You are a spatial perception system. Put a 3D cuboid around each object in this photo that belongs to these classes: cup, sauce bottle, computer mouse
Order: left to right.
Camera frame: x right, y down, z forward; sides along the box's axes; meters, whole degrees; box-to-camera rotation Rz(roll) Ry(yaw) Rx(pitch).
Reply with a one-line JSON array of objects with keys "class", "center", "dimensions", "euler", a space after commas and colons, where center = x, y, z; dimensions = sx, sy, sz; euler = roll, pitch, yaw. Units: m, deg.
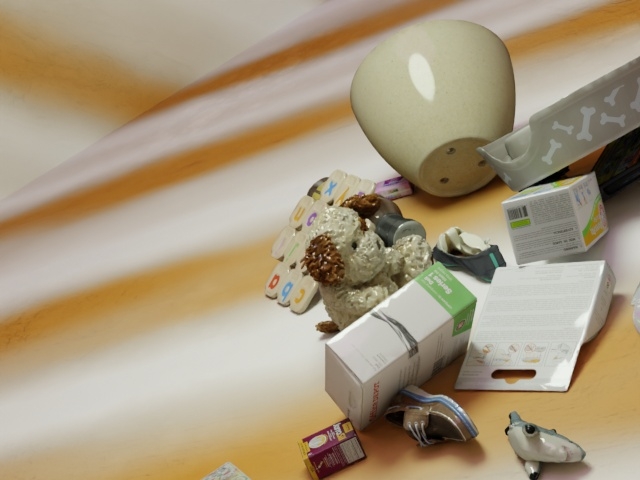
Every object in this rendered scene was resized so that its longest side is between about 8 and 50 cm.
[{"class": "sauce bottle", "center": [0.085, -0.039, 2.225], "dimensions": [0.111, 0.111, 0.344], "euler": [-31, 26, -14]}, {"class": "cup", "center": [0.242, -0.225, 2.270], "dimensions": [0.331, 0.331, 0.237], "euler": [-21, 51, 9]}, {"class": "computer mouse", "center": [0.396, -0.143, 2.220], "dimensions": [0.106, 0.042, 0.193], "euler": [-26, 23, 0]}]

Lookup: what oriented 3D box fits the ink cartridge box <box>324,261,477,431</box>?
[{"class": "ink cartridge box", "center": [0.114, 0.156, 1.704], "dimensions": [0.219, 0.160, 0.092], "euler": [-33, 62, -20]}]

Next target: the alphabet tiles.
[{"class": "alphabet tiles", "center": [0.000, 0.000, 2.189], "dimensions": [0.278, 0.021, 0.284], "euler": [-59, 30, -3]}]

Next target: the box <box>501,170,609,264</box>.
[{"class": "box", "center": [0.377, -0.038, 1.860], "dimensions": [0.114, 0.103, 0.203], "euler": [-13, 4, 25]}]

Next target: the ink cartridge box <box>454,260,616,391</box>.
[{"class": "ink cartridge box", "center": [0.318, 0.136, 1.727], "dimensions": [0.189, 0.066, 0.232], "euler": [-5, 51, 38]}]

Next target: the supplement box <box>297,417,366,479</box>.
[{"class": "supplement box", "center": [0.016, 0.297, 1.667], "dimensions": [0.083, 0.043, 0.055], "euler": [-25, 22, -2]}]

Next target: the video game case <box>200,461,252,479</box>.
[{"class": "video game case", "center": [-0.195, 0.395, 1.627], "dimensions": [0.227, 0.026, 0.206], "euler": [-31, 9, -15]}]

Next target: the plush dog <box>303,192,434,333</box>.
[{"class": "plush dog", "center": [0.052, 0.045, 1.930], "dimensions": [0.211, 0.225, 0.262], "euler": [-13, 26, 26]}]

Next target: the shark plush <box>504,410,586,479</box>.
[{"class": "shark plush", "center": [0.280, 0.261, 1.512], "dimensions": [0.067, 0.073, 0.161], "euler": [-9, 0, -11]}]

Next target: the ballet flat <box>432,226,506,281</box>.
[{"class": "ballet flat", "center": [0.247, 0.012, 2.006], "dimensions": [0.074, 0.074, 0.203], "euler": [-32, 24, -16]}]

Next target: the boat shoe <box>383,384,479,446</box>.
[{"class": "boat shoe", "center": [0.150, 0.253, 1.614], "dimensions": [0.066, 0.066, 0.183], "euler": [-38, 16, -17]}]

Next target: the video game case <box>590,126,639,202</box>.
[{"class": "video game case", "center": [0.574, -0.179, 2.012], "dimensions": [0.248, 0.035, 0.275], "euler": [-35, 10, 46]}]

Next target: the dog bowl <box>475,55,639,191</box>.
[{"class": "dog bowl", "center": [0.441, -0.198, 1.998], "dimensions": [0.349, 0.102, 0.349], "euler": [-30, -1, -1]}]

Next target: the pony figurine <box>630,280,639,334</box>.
[{"class": "pony figurine", "center": [0.562, -0.056, 1.564], "dimensions": [0.303, 0.363, 0.351], "euler": [3, 50, 44]}]

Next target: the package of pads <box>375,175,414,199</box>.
[{"class": "package of pads", "center": [0.151, -0.107, 2.398], "dimensions": [0.083, 0.032, 0.050], "euler": [-16, 26, 21]}]
